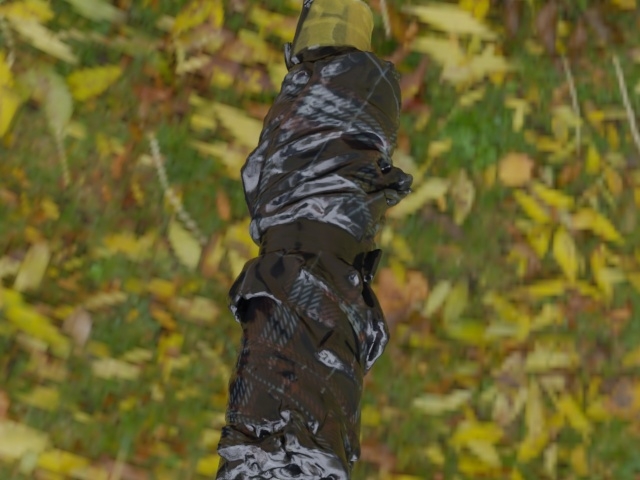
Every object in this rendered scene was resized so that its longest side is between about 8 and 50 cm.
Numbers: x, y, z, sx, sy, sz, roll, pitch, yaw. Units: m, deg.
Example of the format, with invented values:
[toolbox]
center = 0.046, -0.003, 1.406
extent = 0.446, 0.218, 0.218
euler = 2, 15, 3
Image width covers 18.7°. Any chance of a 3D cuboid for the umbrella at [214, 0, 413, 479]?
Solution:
[umbrella]
center = 0.000, 0.000, 0.468
extent = 0.040, 0.144, 0.037
euler = 28, 141, -29
